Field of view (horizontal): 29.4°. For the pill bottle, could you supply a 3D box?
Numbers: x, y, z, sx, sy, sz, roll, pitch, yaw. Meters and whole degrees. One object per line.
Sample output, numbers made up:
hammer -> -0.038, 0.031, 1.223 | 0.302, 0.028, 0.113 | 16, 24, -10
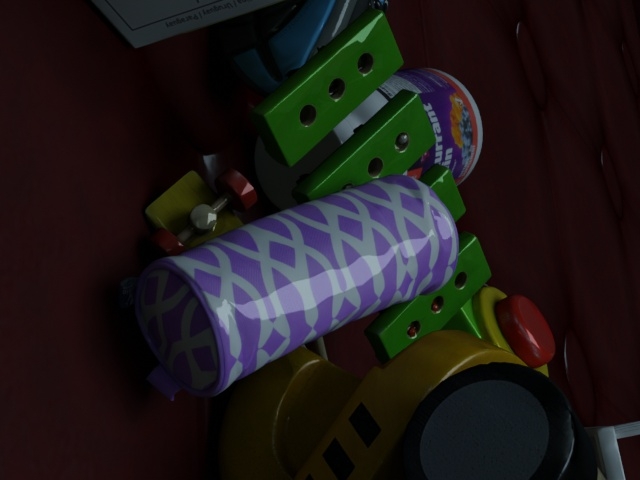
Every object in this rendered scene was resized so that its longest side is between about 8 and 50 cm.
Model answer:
pill bottle -> 0.037, -0.073, 0.937 | 0.193, 0.108, 0.108 | -20, 95, -54

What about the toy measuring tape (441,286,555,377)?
toy measuring tape -> 0.185, 0.154, 1.097 | 0.330, 0.121, 0.121 | 58, 23, 2

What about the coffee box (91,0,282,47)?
coffee box -> -0.033, -0.370, 0.672 | 0.334, 0.338, 0.338 | 48, 35, -48

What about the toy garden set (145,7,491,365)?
toy garden set -> 0.000, 0.000, 0.813 | 0.204, 0.049, 0.244 | -44, 131, -20

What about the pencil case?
pencil case -> -0.010, 0.026, 0.717 | 0.206, 0.086, 0.088 | -21, 136, -35

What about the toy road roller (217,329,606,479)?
toy road roller -> 0.023, 0.204, 0.713 | 0.329, 0.240, 0.202 | -53, 137, -14

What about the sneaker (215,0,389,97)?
sneaker -> 0.013, -0.208, 0.958 | 0.140, 0.125, 0.341 | 58, 29, -36

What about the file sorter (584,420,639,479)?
file sorter -> 0.374, 0.285, 1.320 | 0.278, 0.173, 0.193 | 76, 3, -81

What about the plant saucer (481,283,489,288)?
plant saucer -> 0.169, 0.128, 1.242 | 0.168, 0.029, 0.168 | 47, 35, -49
